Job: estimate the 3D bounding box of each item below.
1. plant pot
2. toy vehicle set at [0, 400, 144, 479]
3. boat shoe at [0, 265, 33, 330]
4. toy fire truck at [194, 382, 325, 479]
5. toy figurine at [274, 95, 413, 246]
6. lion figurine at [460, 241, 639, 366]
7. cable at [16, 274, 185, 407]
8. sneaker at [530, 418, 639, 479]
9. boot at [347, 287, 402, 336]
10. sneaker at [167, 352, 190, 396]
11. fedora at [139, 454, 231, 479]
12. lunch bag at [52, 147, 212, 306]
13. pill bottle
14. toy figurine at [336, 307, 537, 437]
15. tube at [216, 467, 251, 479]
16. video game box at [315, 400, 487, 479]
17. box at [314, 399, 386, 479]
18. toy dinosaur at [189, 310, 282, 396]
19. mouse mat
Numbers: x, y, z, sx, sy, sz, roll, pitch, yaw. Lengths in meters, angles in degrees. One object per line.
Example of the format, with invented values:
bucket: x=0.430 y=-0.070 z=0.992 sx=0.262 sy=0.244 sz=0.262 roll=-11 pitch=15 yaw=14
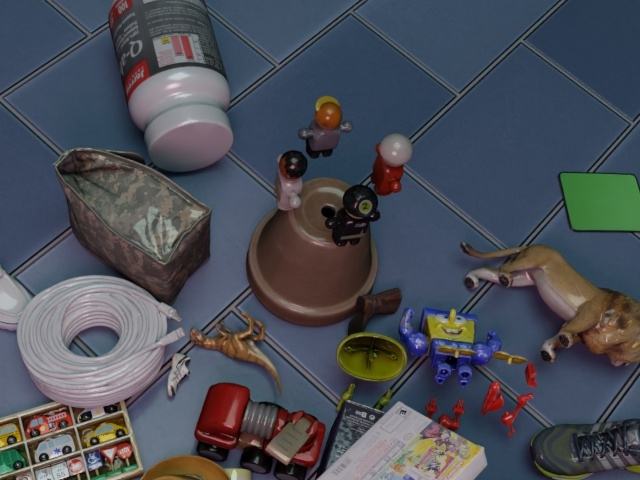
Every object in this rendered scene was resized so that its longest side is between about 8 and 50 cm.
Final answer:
plant pot: x=0.000 y=0.000 z=1.773 sx=0.263 sy=0.229 sz=0.263 roll=5 pitch=60 yaw=-9
toy vehicle set: x=-0.451 y=0.361 z=1.601 sx=0.266 sy=0.035 sz=0.166 roll=-15 pitch=65 yaw=-18
boat shoe: x=-0.624 y=0.067 z=1.704 sx=0.258 sy=0.084 sz=0.095 roll=32 pitch=61 yaw=8
toy fire truck: x=-0.099 y=0.317 z=1.568 sx=0.217 sy=0.246 sz=0.158 roll=18 pitch=59 yaw=-1
toy figurine: x=0.034 y=-0.122 z=1.627 sx=0.209 sy=0.148 sz=0.213 roll=33 pitch=61 yaw=8
lion figurine: x=0.478 y=0.103 z=1.857 sx=0.240 sy=0.142 sz=0.392 roll=-26 pitch=65 yaw=-30
cable: x=-0.400 y=0.173 z=1.666 sx=0.257 sy=0.089 sz=0.257 roll=36 pitch=55 yaw=24
sneaker: x=0.530 y=0.370 z=1.725 sx=0.300 sy=0.121 sz=0.111 roll=-3 pitch=62 yaw=-12
boot: x=0.109 y=0.145 z=1.819 sx=0.114 sy=0.106 sz=0.037 roll=-8 pitch=32 yaw=-46
sneaker: x=-0.256 y=0.244 z=1.704 sx=0.037 sy=0.032 sz=0.083 roll=10 pitch=61 yaw=-4
fedora: x=-0.233 y=0.439 z=1.543 sx=0.194 sy=0.079 sz=0.194 roll=-5 pitch=67 yaw=12
lunch bag: x=-0.351 y=-0.042 z=1.727 sx=0.287 sy=0.235 sz=0.169 roll=33 pitch=67 yaw=8
pill bottle: x=-0.300 y=-0.338 z=1.914 sx=0.210 sy=0.210 sz=0.363 roll=-10 pitch=63 yaw=-15
toy figurine: x=0.211 y=0.214 z=1.777 sx=0.362 sy=0.191 sz=0.217 roll=6 pitch=30 yaw=1
tube: x=-0.149 y=0.505 z=1.569 sx=0.062 sy=0.070 sz=0.240 roll=25 pitch=54 yaw=-43
video game box: x=0.126 y=0.364 z=1.469 sx=0.205 sy=0.048 sz=0.187 roll=-39 pitch=36 yaw=-25
box: x=0.051 y=0.403 z=1.602 sx=0.108 sy=0.153 sz=0.207 roll=20 pitch=59 yaw=1
toy dinosaur: x=-0.137 y=0.200 z=1.744 sx=0.211 sy=0.064 sz=0.112 roll=22 pitch=78 yaw=13
mouse mat: x=0.621 y=-0.085 z=2.059 sx=0.189 sy=0.007 sz=0.153 roll=1 pitch=61 yaw=-11
